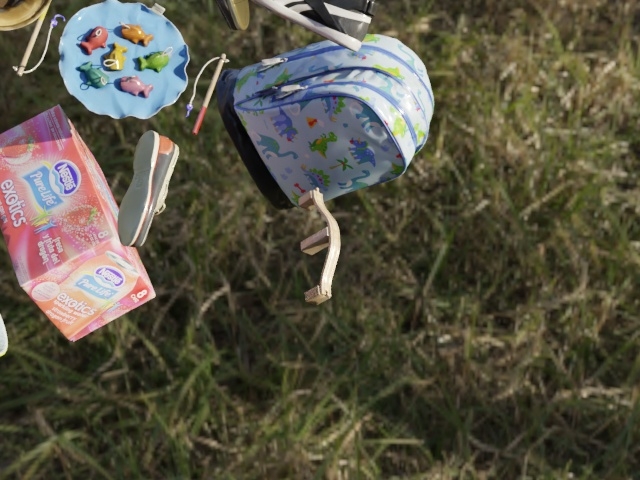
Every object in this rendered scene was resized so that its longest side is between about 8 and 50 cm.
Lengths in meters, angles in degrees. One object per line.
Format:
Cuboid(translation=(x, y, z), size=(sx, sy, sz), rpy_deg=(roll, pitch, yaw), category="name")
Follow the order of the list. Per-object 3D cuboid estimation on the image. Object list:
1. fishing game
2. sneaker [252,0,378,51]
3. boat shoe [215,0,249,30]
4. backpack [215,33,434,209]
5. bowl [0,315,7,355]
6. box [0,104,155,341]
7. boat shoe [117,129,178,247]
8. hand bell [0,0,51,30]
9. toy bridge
Cuboid(translation=(-0.266, -0.254, 1.435), size=(0.264, 0.041, 0.189), rpy_deg=(21, 65, -7), category="fishing game")
Cuboid(translation=(-0.012, -0.394, 1.639), size=(0.217, 0.121, 0.079), rpy_deg=(27, 6, 1), category="sneaker")
Cuboid(translation=(-0.194, -0.482, 1.889), size=(0.073, 0.223, 0.080), rpy_deg=(-11, 26, 19), category="boat shoe")
Cuboid(translation=(0.024, -0.206, 1.802), size=(0.355, 0.290, 0.273), rpy_deg=(-20, 28, 16), category="backpack")
Cuboid(translation=(-0.695, 0.116, 1.831), size=(0.156, 0.289, 0.289), rpy_deg=(-30, 40, -2), category="bowl")
Cuboid(translation=(-0.365, -0.028, 1.493), size=(0.142, 0.154, 0.300), rpy_deg=(-28, 51, -4), category="box")
Cuboid(translation=(-0.188, -0.053, 1.157), size=(0.049, 0.043, 0.137), rpy_deg=(-7, 65, 39), category="boat shoe")
Cuboid(translation=(-0.404, -0.303, 1.247), size=(0.126, 0.126, 0.242), rpy_deg=(-22, 14, -23), category="hand bell")
Cuboid(translation=(0.000, 0.000, 1.564), size=(0.063, 0.026, 0.188), rpy_deg=(-30, 51, 37), category="toy bridge")
